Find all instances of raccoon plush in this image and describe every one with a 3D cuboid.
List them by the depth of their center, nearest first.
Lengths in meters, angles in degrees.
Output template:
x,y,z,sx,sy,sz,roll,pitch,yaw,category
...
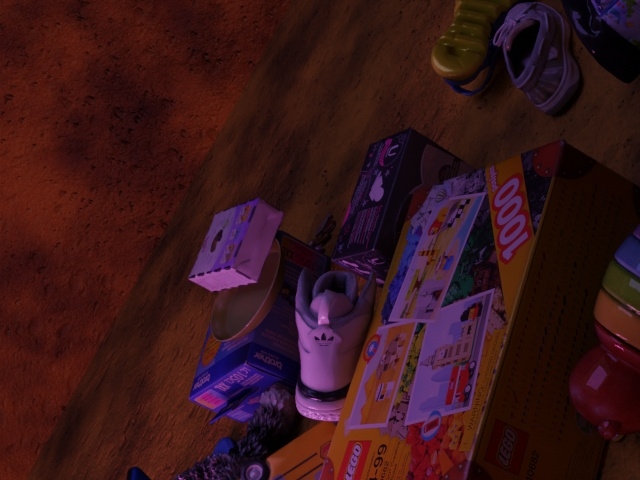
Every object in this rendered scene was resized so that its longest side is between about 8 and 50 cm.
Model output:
x,y,z,sx,sy,sz,roll,pitch,yaw,category
-0.129,0.462,2.022,0.299,0.216,0.446,-6,59,56,raccoon plush

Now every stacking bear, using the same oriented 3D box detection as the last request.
x,y,z,sx,sy,sz,roll,pitch,yaw,category
0.393,0.095,1.299,0.289,0.164,0.175,-63,20,11,stacking bear

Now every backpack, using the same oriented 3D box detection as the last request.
x,y,z,sx,sy,sz,roll,pitch,yaw,category
0.501,-0.454,1.615,0.355,0.273,0.290,-36,24,27,backpack

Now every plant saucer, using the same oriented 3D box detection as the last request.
x,y,z,sx,sy,sz,roll,pitch,yaw,category
-0.142,0.105,2.286,0.241,0.037,0.241,-43,28,31,plant saucer

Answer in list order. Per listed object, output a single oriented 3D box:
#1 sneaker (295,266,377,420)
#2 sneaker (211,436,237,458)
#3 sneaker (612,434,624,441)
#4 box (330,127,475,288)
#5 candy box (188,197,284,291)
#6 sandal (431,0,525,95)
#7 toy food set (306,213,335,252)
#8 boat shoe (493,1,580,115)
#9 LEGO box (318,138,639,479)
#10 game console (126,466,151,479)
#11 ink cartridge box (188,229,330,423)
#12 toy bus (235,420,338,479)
x,y,z,sx,sy,sz,roll,pitch,yaw,category
0.048,0.137,1.803,0.366,0.137,0.210,-43,-46,-72,sneaker
-0.227,0.494,2.359,0.069,0.082,0.209,-48,24,38,sneaker
0.367,0.204,1.379,0.031,0.035,0.083,-20,47,60,sneaker
0.153,-0.048,2.006,0.142,0.163,0.247,-15,51,58,box
-0.177,0.012,2.328,0.196,0.070,0.165,-15,50,56,candy box
0.308,-0.402,2.141,0.126,0.138,0.317,22,67,26,sandal
0.000,0.000,2.511,0.122,0.019,0.078,-54,22,1,toy food set
0.364,-0.336,1.940,0.118,0.103,0.320,-48,24,32,boat shoe
0.227,0.154,1.545,0.372,0.193,0.500,-19,47,61,LEGO box
-0.410,0.692,2.435,0.173,0.250,0.293,-27,32,13,game console
-0.134,0.214,2.389,0.270,0.151,0.396,-37,34,49,ink cartridge box
-0.020,0.390,1.808,0.332,0.108,0.130,-33,56,-3,toy bus
